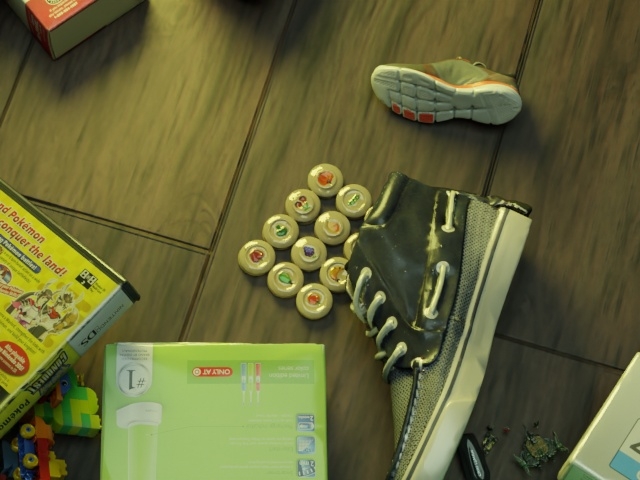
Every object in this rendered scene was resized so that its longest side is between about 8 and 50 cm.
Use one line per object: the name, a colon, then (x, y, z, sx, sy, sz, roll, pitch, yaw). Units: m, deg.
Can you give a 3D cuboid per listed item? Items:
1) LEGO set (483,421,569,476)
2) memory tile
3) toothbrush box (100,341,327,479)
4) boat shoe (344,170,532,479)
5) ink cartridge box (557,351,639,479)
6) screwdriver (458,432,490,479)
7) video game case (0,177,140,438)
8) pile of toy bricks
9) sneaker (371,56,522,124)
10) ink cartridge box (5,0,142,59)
LEGO set: (0.199, 0.201, 1.603, 0.083, 0.023, 0.054, 23, 68, 20)
memory tile: (0.000, 0.000, 1.669, 0.113, 0.012, 0.148, 38, 72, 11)
toothbrush box: (-0.097, 0.244, 1.518, 0.206, 0.122, 0.283, -1, 69, -3)
boat shoe: (0.082, 0.092, 1.583, 0.158, 0.127, 0.340, 20, 61, 2)
ink cartridge box: (0.414, 0.200, 1.549, 0.296, 0.066, 0.261, 33, 63, 11)
screwdriver: (0.161, 0.266, 1.575, 0.025, 0.024, 0.170, -2, 69, -34)
video game case: (-0.338, 0.070, 1.548, 0.248, 0.035, 0.275, -46, 51, -12)
pile of toy bricks: (-0.252, 0.160, 1.565, 0.105, 0.118, 0.212, 10, 49, -28)
sneaker: (0.132, -0.162, 1.720, 0.158, 0.061, 0.065, 11, 43, 1)
ink cartridge box: (-0.283, -0.299, 1.733, 0.127, 0.072, 0.175, -37, 76, -13)
